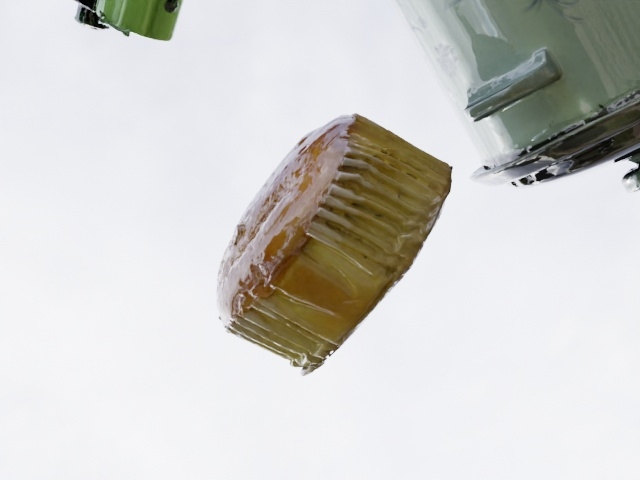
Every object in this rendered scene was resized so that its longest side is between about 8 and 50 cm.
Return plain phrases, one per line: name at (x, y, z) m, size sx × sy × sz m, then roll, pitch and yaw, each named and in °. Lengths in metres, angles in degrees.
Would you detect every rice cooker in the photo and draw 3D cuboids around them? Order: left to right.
rice cooker at (0.199, -0.176, 0.954) m, size 0.316 × 0.264 × 0.317 m, roll 16°, pitch -117°, yaw -34°

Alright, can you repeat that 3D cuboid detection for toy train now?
toy train at (-0.162, -0.305, 1.147) m, size 0.105 × 0.157 × 0.253 m, roll -3°, pitch -61°, yaw -50°

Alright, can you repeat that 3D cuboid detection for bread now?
bread at (0.000, 0.000, 0.876) m, size 0.114 × 0.132 × 0.190 m, roll 28°, pitch -59°, yaw -11°
